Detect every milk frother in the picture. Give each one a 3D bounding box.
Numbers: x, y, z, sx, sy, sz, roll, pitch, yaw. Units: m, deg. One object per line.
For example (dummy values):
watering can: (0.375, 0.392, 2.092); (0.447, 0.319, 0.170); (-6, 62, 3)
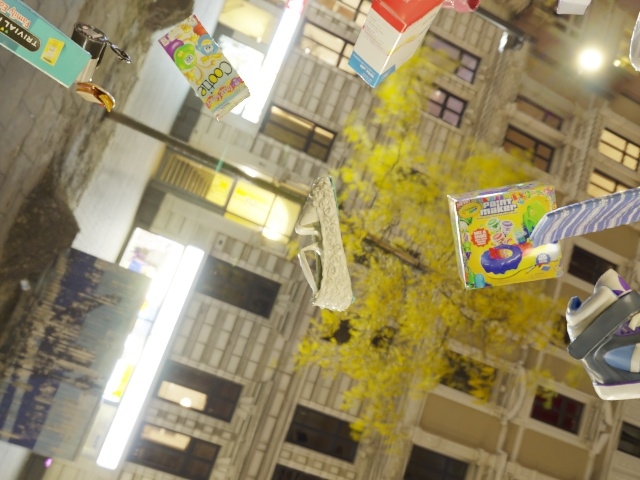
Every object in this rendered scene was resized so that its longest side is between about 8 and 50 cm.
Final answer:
milk frother: (-0.592, -0.475, 1.493); (0.135, 0.143, 0.129); (-53, 165, 30)

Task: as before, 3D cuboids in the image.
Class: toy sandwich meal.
toy sandwich meal: (-0.482, -0.306, 1.210); (0.029, 0.085, 0.085); (-67, -168, -19)

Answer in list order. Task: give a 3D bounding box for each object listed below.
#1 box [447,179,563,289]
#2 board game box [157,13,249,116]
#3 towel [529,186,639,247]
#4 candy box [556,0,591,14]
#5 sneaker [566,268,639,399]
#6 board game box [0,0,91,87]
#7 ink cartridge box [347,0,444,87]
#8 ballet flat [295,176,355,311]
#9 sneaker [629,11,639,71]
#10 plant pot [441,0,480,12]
box: (0.566, -0.021, 1.751); (0.177, 0.289, 0.280); (-62, 142, -77)
board game box: (-0.360, -0.542, 1.785); (0.144, 0.275, 0.142); (-38, -175, -1)
towel: (0.619, -0.058, 1.170); (0.243, 0.335, 0.040); (48, 28, -72)
candy box: (0.627, -0.669, 1.348); (0.165, 0.070, 0.197); (-3, 102, -75)
sneaker: (0.615, 0.156, 1.046); (0.322, 0.130, 0.237); (-30, -105, 49)
board game box: (-0.600, -0.425, 0.966); (0.253, 0.336, 0.079); (38, -88, 32)
ink cartridge box: (0.146, -0.405, 1.038); (0.134, 0.078, 0.231); (-43, 175, -23)
ballet flat: (0.000, 0.000, 1.587); (0.147, 0.146, 0.410); (134, -50, -58)
sneaker: (0.833, -0.622, 1.392); (0.169, 0.257, 0.448); (54, -31, 41)
plant pot: (0.444, -0.891, 1.953); (0.180, 0.201, 0.202); (8, -110, 33)
